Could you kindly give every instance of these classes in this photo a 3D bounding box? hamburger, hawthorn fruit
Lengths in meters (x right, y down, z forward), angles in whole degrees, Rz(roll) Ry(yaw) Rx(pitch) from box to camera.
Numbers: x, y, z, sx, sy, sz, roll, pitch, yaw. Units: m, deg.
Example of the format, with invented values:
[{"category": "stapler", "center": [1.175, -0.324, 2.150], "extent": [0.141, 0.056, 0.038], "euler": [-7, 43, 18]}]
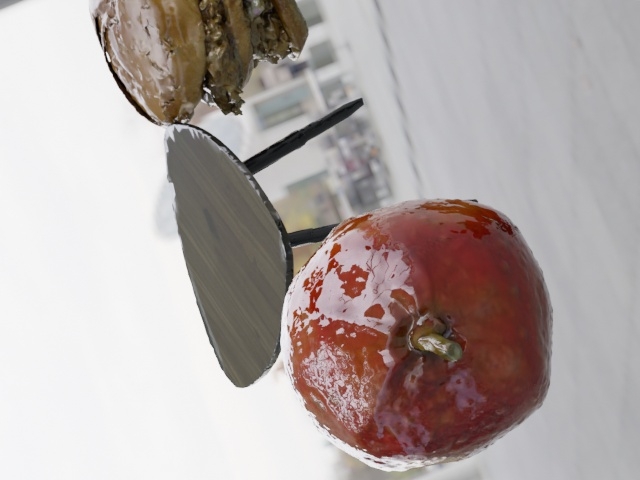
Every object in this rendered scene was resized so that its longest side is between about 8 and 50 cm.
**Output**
[{"category": "hamburger", "center": [-0.140, -0.263, 1.949], "extent": [0.260, 0.211, 0.245], "euler": [57, 159, 11]}, {"category": "hawthorn fruit", "center": [0.071, 0.064, 1.180], "extent": [0.253, 0.205, 0.205], "euler": [106, 142, -83]}]

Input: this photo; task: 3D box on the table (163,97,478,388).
[{"category": "table", "center": [0.000, 0.000, 1.925], "extent": [0.317, 0.249, 0.317], "euler": [45, 143, 48]}]
